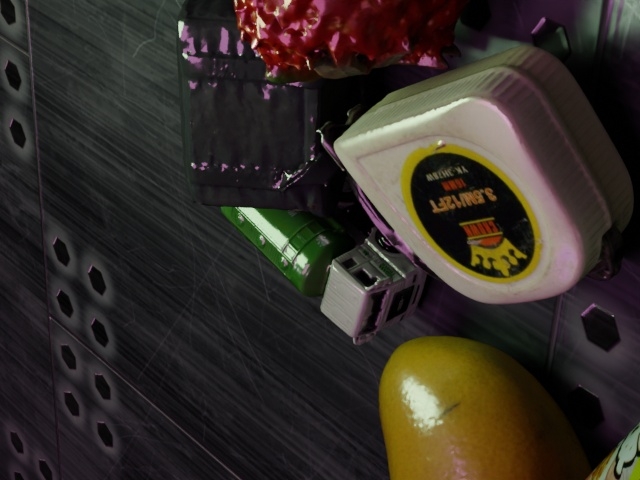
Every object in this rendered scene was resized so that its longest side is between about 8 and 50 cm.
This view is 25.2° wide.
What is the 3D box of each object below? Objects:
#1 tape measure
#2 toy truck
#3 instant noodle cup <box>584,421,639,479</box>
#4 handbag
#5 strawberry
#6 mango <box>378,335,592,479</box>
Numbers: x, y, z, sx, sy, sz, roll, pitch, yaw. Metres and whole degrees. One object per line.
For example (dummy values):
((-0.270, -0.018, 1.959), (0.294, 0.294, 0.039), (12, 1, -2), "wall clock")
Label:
((0.154, -0.047, 1.322), (0.271, 0.133, 0.231), (-13, 115, 51), "tape measure")
((0.000, 0.000, 1.583), (0.242, 0.125, 0.101), (43, 138, 28), "toy truck")
((0.363, 0.199, 1.123), (0.294, 0.294, 0.308), (55, 151, 16), "instant noodle cup")
((-0.043, -0.153, 1.488), (0.181, 0.181, 0.254), (7, 120, 10), "handbag")
((0.035, -0.283, 1.266), (0.138, 0.233, 0.306), (-121, 25, -62), "strawberry")
((0.166, 0.239, 1.455), (0.211, 0.173, 0.317), (-31, 76, 34), "mango")
